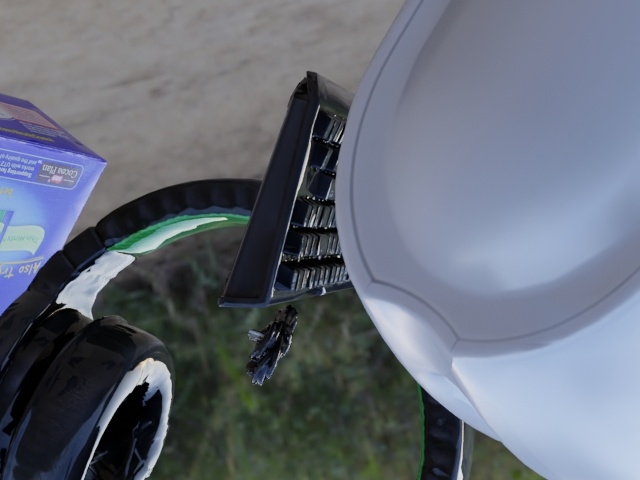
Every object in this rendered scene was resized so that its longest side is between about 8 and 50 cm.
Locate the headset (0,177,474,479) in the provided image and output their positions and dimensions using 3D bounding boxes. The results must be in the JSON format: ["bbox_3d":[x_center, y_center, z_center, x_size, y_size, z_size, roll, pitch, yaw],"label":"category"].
[{"bbox_3d":[-0.095,0.144,0.839,0.394,0.243,0.185,-40,167,6],"label":"headset"}]

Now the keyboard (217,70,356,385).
[{"bbox_3d":[0.000,0.000,0.579,0.023,0.108,0.180,20,-176,10],"label":"keyboard"}]

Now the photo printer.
[{"bbox_3d":[0.144,-0.068,0.416,0.308,0.107,0.256,-58,146,5],"label":"photo printer"}]

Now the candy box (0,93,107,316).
[{"bbox_3d":[-0.352,0.029,1.218,0.268,0.122,0.317,12,111,-57],"label":"candy box"}]
